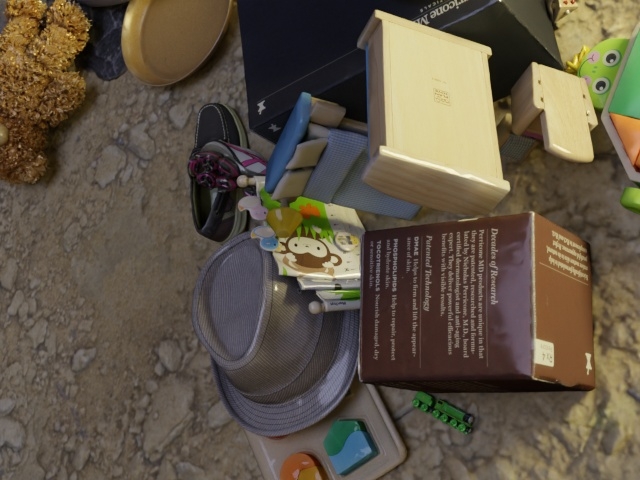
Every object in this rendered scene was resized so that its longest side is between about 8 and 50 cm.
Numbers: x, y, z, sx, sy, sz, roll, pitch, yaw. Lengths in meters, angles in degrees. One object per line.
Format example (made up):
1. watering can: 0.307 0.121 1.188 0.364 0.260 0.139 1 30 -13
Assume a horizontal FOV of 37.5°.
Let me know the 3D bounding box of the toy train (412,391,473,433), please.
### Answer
1. toy train: 0.143 0.199 1.097 0.083 0.017 0.024 23 81 38

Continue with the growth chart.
1. growth chart: 0.000 0.000 1.174 0.237 0.172 0.021 61 144 32

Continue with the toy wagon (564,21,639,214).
1. toy wagon: 0.398 -0.147 0.972 0.344 0.068 0.267 22 91 38

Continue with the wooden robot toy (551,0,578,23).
1. wooden robot toy: 0.310 -0.340 1.101 0.079 0.076 0.173 2 89 -1

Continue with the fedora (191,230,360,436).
1. fedora: -0.076 0.096 1.188 0.243 0.124 0.275 -20 56 30

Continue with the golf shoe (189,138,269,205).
1. golf shoe: -0.080 -0.087 1.283 0.186 0.086 0.067 28 132 7

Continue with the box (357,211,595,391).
1. box: 0.168 0.076 1.015 0.203 0.168 0.167 -7 74 34

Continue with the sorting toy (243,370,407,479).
1. sorting toy: -0.010 0.237 1.184 0.208 0.038 0.193 -40 58 21

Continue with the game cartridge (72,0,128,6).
1. game cartridge: -0.342 -0.493 1.586 0.297 0.062 0.198 6 80 43

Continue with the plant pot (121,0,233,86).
1. plant pot: -0.224 -0.353 1.500 0.236 0.032 0.236 -10 72 33

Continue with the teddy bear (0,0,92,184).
1. teddy bear: -0.511 -0.268 1.609 0.245 0.113 0.338 33 92 9

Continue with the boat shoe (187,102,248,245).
1. boat shoe: -0.153 -0.104 1.356 0.080 0.073 0.224 -18 68 31

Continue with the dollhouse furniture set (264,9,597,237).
1. dollhouse furniture set: 0.106 -0.050 1.050 0.303 0.286 0.198 125 154 -50

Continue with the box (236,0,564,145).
1. box: 0.079 -0.299 1.164 0.343 0.179 0.312 -22 61 30
